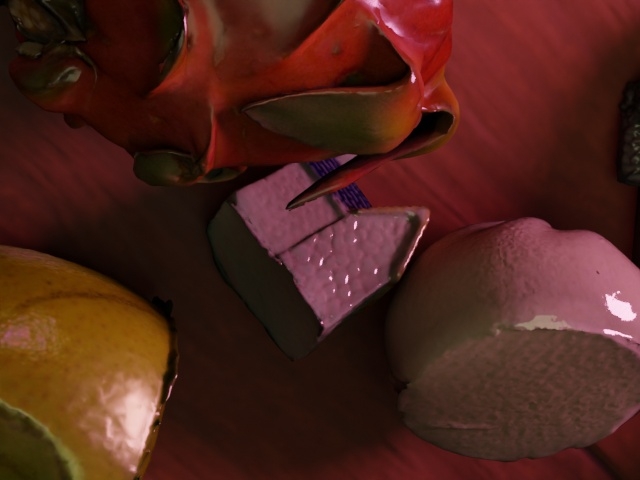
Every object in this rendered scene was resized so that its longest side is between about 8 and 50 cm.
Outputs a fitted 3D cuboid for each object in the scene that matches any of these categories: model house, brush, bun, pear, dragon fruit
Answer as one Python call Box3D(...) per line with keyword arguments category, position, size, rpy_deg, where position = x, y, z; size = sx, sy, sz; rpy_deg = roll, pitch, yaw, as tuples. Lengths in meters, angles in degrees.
Box3D(category="model house", position=(0.000, 0.000, 0.803), size=(0.100, 0.088, 0.100), rpy_deg=(-35, 82, -24))
Box3D(category="brush", position=(0.204, -0.020, 0.865), size=(0.028, 0.034, 0.190), rpy_deg=(-1, 110, -3))
Box3D(category="bun", position=(0.123, 0.048, 0.821), size=(0.173, 0.119, 0.172), rpy_deg=(-1, 143, -1))
Box3D(category="pear", position=(-0.233, 0.097, 0.733), size=(0.255, 0.164, 0.238), rpy_deg=(30, 102, -21))
Box3D(category="dragon fruit", position=(-0.043, -0.126, 0.670), size=(0.227, 0.224, 0.224), rpy_deg=(-20, 113, -2))
